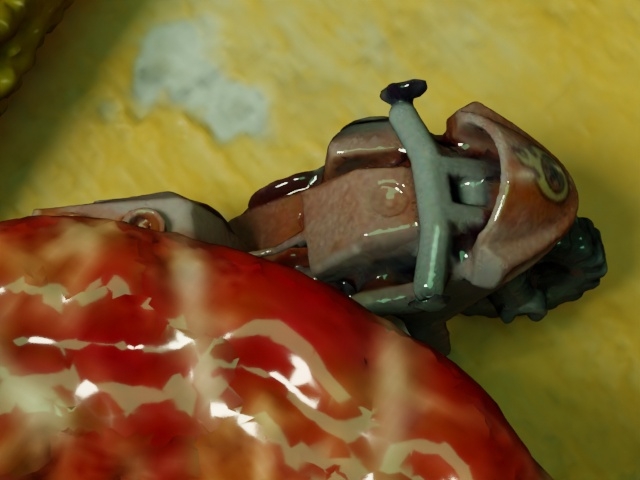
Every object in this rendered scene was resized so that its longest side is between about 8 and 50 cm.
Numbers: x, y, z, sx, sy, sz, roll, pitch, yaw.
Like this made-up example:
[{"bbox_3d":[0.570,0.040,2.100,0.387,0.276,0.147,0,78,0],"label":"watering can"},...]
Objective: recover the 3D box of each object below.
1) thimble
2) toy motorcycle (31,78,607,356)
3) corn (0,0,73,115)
[{"bbox_3d":[-0.067,0.186,0.523,0.350,0.230,0.350,1,75,-3],"label":"thimble"},{"bbox_3d":[0.000,0.000,0.630,0.212,0.118,0.084,-4,67,-6],"label":"toy motorcycle"},{"bbox_3d":[-0.170,-0.055,0.632,0.120,0.120,0.363,26,78,2],"label":"corn"}]
